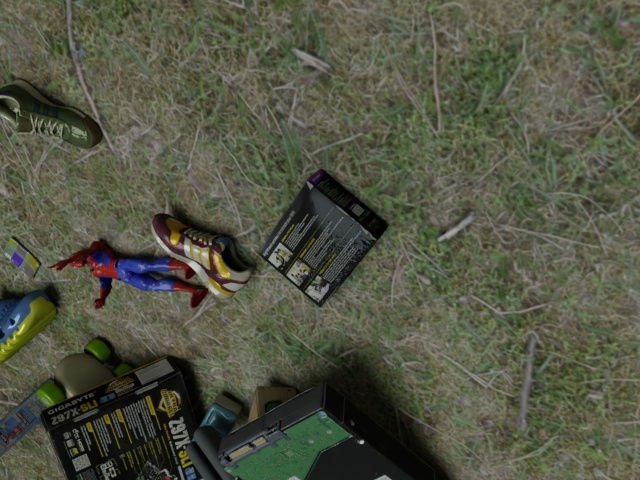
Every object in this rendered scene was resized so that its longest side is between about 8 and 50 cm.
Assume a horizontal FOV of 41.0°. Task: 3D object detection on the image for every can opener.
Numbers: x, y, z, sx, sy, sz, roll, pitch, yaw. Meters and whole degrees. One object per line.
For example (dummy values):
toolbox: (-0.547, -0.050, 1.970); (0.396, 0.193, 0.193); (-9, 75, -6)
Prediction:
can opener: (-0.150, 0.431, 1.449); (0.280, 0.093, 0.074); (48, 118, 37)

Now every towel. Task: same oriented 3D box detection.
towel: (-0.590, 0.036, 1.692); (0.083, 0.009, 0.060); (45, 132, -1)

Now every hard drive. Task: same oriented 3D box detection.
hard drive: (0.031, 0.385, 1.398); (0.237, 0.064, 0.339); (-34, 119, 27)

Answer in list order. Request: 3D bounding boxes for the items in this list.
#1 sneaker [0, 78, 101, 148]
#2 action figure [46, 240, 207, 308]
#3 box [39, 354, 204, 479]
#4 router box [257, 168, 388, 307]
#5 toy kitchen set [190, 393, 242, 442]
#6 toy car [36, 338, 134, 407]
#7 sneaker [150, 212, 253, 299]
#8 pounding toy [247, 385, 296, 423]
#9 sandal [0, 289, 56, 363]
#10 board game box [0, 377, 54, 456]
sneaker: (-0.466, -0.196, 1.420); (0.192, 0.086, 0.064); (31, 130, 11)
action figure: (-0.353, 0.070, 1.490); (0.280, 0.139, 0.091); (11, 122, 29)
box: (-0.353, 0.413, 1.624); (0.079, 0.257, 0.322); (32, 140, 54)
router box: (0.000, 0.000, 1.284); (0.133, 0.046, 0.179); (41, 131, 4)
toy kitchen set: (-0.139, 0.404, 1.533); (0.207, 0.166, 0.122); (29, 108, 0)
toy car: (-0.472, 0.315, 1.714); (0.149, 0.155, 0.188); (41, 144, 3)
sneaker: (-0.190, 0.008, 1.399); (0.185, 0.069, 0.084); (42, 123, -6)
pounding toy: (-0.064, 0.326, 1.471); (0.100, 0.130, 0.141); (5, 128, -13)
sandal: (-0.655, 0.170, 1.747); (0.317, 0.126, 0.138); (-32, 95, 39)
board game box: (-0.667, 0.406, 1.849); (0.060, 0.194, 0.194); (49, 131, -4)
